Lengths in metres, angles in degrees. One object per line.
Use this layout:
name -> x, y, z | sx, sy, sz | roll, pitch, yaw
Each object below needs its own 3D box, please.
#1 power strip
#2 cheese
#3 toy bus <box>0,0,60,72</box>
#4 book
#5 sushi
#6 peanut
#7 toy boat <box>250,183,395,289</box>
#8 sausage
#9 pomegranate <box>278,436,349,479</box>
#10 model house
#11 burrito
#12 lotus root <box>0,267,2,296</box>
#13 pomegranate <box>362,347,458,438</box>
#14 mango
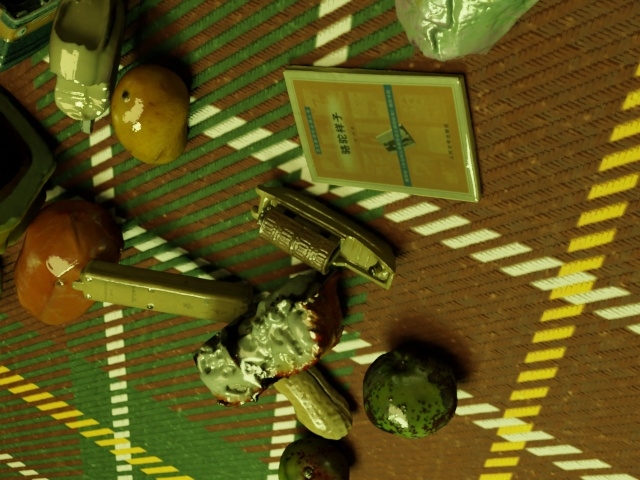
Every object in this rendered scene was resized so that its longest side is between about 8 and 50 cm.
power strip -> -0.230, 0.082, 1.499 | 0.305, 0.044, 0.064 | 10, 135, -3
cheese -> -0.314, -0.226, 1.313 | 0.082, 0.163, 0.286 | 12, 154, -7
toy bus -> -0.477, -0.371, 1.310 | 0.275, 0.138, 0.167 | 43, 140, 1
book -> 0.074, -0.131, 1.181 | 0.242, 0.018, 0.170 | 8, 129, 32
sushi -> -0.081, 0.151, 1.426 | 0.332, 0.124, 0.130 | -31, 98, 35
peanut -> -0.019, 0.245, 1.533 | 0.174, 0.080, 0.080 | 50, 138, -4
toy boat -> 0.000, 0.000, 1.297 | 0.226, 0.088, 0.068 | 30, 137, 14
sausage -> -0.422, 0.040, 1.602 | 0.268, 0.153, 0.141 | -47, 53, 48
pomegranate -> -0.008, 0.388, 1.621 | 0.130, 0.130, 0.130 | 21, 135, 23
model house -> -0.548, -0.068, 1.558 | 0.173, 0.268, 0.239 | 33, 144, -8
burrito -> 0.160, -0.268, 0.950 | 0.144, 0.089, 0.229 | 44, 137, 2
lotus root -> -0.705, 0.103, 1.886 | 0.154, 0.154, 0.278 | 45, 138, -3
pomegranate -> 0.132, 0.216, 1.376 | 0.138, 0.163, 0.125 | -3, 84, 22
mango -> -0.231, -0.167, 1.312 | 0.089, 0.115, 0.165 | 47, 147, 26
